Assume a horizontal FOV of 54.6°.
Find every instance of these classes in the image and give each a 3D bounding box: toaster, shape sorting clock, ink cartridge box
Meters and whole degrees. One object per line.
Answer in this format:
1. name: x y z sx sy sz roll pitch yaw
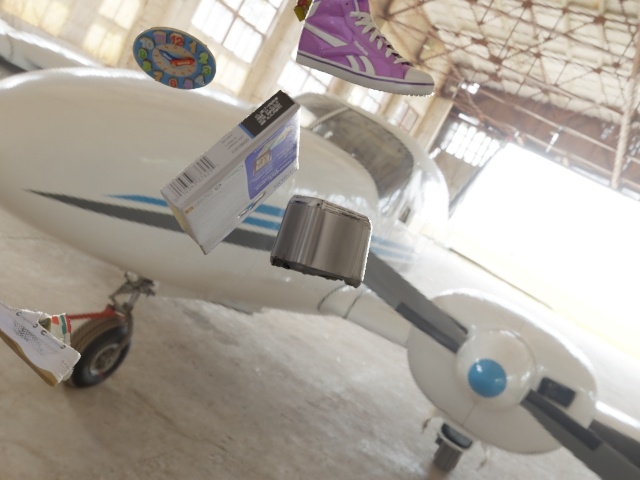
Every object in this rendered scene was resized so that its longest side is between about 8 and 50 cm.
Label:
1. toaster: 0.000 0.000 1.224 0.227 0.147 0.129 18 -4 -39
2. shape sorting clock: -0.356 -0.439 1.515 0.206 0.040 0.206 5 -32 3
3. ink cartridge box: -0.168 -0.129 1.273 0.072 0.303 0.307 44 -14 7

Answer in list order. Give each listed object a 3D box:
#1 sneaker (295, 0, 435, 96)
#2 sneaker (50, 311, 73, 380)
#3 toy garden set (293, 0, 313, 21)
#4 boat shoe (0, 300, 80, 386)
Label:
1. sneaker: 0.091 -0.364 1.128 0.282 0.161 0.102 23 22 16
2. sneaker: -0.619 0.249 1.435 0.075 0.161 0.057 -5 11 -37
3. toy garden set: -0.031 -0.694 1.569 0.049 0.244 0.204 13 -29 36
4. boat shoe: -0.611 0.193 1.308 0.277 0.096 0.098 35 -32 21
